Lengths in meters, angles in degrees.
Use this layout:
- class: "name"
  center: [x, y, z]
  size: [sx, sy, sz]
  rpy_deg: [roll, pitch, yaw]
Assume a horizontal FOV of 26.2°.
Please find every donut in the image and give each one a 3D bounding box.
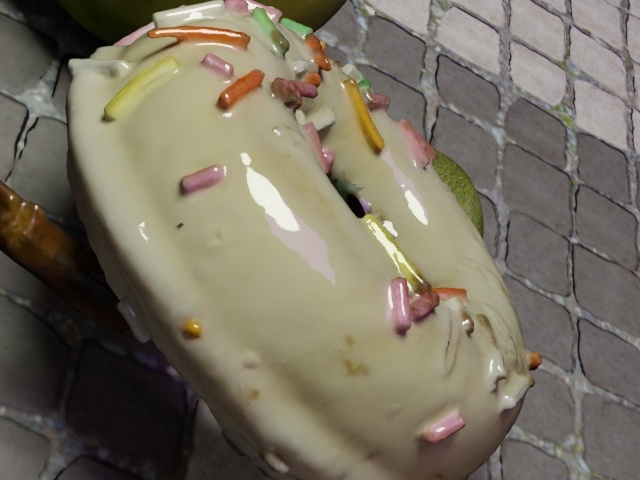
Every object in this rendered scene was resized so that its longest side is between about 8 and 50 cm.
- class: "donut"
  center: [0.000, 0.000, 0.895]
  size: [0.382, 0.142, 0.382]
  rpy_deg: [46, 19, -21]

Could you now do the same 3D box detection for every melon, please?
- class: "melon"
  center: [0.087, -0.041, 1.132]
  size: [0.160, 0.079, 0.128]
  rpy_deg: [39, 43, -5]

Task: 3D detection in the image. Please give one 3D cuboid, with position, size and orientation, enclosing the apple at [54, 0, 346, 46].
- class: "apple"
  center: [-0.110, -0.265, 1.050]
  size: [0.258, 0.233, 0.295]
  rpy_deg: [-23, 75, -35]

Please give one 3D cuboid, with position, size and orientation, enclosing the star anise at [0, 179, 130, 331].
- class: "star anise"
  center: [-0.249, -0.058, 0.838]
  size: [0.346, 0.148, 0.237]
  rpy_deg: [42, 48, 4]
